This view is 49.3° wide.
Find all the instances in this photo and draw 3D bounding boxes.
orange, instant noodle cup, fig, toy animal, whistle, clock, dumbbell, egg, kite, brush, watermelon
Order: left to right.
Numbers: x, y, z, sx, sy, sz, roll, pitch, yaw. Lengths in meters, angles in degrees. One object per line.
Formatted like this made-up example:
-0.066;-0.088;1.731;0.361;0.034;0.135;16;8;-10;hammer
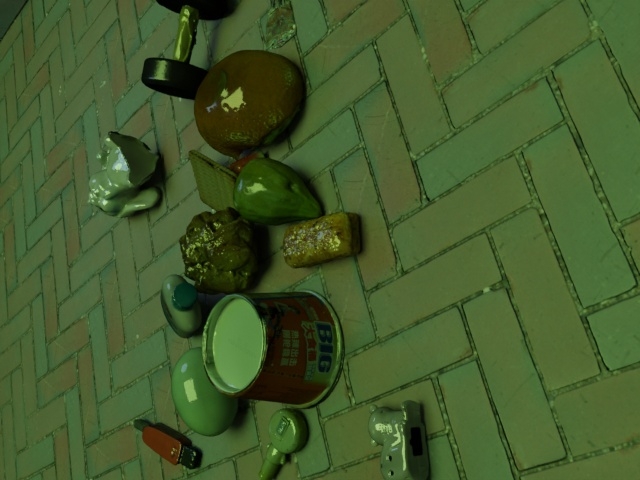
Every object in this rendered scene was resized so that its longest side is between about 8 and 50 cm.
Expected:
-0.631;-0.206;2.239;0.289;0.174;0.249;-15;84;41;toy animal
-0.449;0.573;1.992;0.323;0.051;0.070;10;92;46;brush
-0.399;-0.593;2.046;0.203;0.203;0.323;11;91;46;dumbbell
-0.294;0.386;1.788;0.168;0.168;0.231;-33;66;37;egg
-0.210;-0.377;1.840;0.334;0.196;0.263;-1;60;50;orange
-0.205;-0.191;1.857;0.135;0.094;0.125;-54;43;10;watermelon
-0.121;0.244;1.605;0.296;0.214;0.296;-11;74;43;instant noodle cup
-0.121;-0.114;1.710;0.233;0.167;0.167;22;99;51;fig
-0.100;0.487;1.651;0.104;0.057;0.198;39;110;37;whistle
-0.108;-0.635;1.898;0.127;0.016;0.229;-4;83;42;kite
0.148;0.415;1.399;0.117;0.080;0.176;-19;69;41;clock

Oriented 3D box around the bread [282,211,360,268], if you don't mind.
0.000;0.000;1.625;0.211;0.083;0.114;-17;67;41;bread

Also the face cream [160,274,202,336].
-0.367;0.170;1.845;0.163;0.080;0.336;64;161;5;face cream

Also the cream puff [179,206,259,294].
-0.263;0.033;1.814;0.244;0.196;0.244;173;90;-76;cream puff

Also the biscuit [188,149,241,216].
-0.275;-0.142;1.905;0.254;0.029;0.172;32;141;44;biscuit
